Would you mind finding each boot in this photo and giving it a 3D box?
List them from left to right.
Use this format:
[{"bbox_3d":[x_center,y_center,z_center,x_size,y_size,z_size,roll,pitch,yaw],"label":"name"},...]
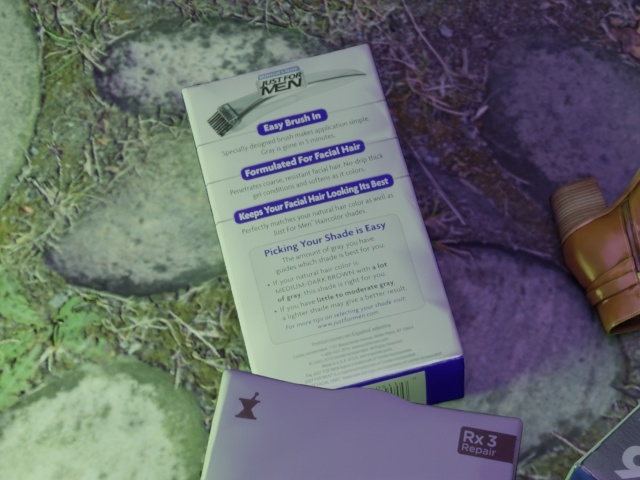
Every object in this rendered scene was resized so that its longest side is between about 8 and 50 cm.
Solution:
[{"bbox_3d":[0.322,-0.003,1.626,0.197,0.073,0.152,-22,62,5],"label":"boot"}]

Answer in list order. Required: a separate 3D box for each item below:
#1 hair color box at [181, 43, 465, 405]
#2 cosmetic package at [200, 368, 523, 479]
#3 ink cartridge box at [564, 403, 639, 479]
[{"bbox_3d":[0.000,0.000,1.620,0.185,0.110,0.339,-14,64,-3],"label":"hair color box"},{"bbox_3d":[0.027,0.253,1.329,0.217,0.385,0.156,8,63,8],"label":"cosmetic package"},{"bbox_3d":[0.369,0.254,1.491,0.307,0.072,0.303,-40,68,-18],"label":"ink cartridge box"}]
